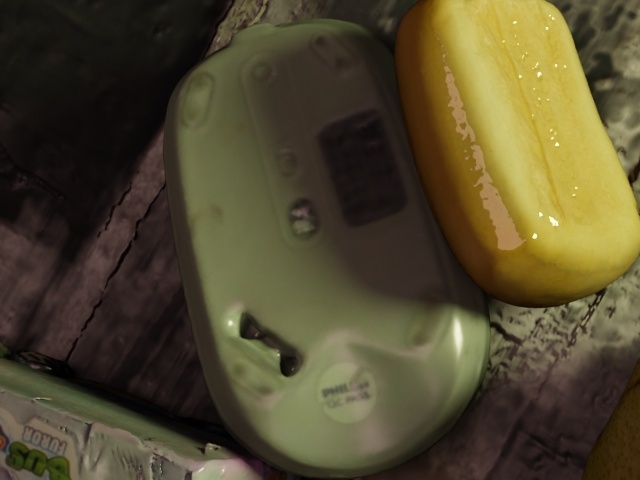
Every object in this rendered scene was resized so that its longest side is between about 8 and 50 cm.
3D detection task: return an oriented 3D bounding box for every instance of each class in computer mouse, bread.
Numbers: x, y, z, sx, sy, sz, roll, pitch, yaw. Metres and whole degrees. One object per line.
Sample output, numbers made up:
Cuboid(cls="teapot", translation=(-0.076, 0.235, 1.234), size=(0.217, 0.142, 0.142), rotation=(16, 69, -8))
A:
Cuboid(cls="computer mouse", translation=(0.001, 0.002, 1.214), size=(0.197, 0.095, 0.331), rotation=(-15, 65, 5))
Cuboid(cls="bread", translation=(0.117, -0.059, 1.152), size=(0.098, 0.147, 0.217), rotation=(-35, 62, 40))

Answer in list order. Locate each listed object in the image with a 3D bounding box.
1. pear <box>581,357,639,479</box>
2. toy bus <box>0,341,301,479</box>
Cuboid(cls="pear", translation=(0.270, 0.129, 1.017), size=(0.211, 0.188, 0.228), rotation=(27, 90, 28))
Cuboid(cls="toy bus", translation=(-0.177, 0.146, 1.241), size=(0.317, 0.138, 0.112), rotation=(15, 88, 27))
